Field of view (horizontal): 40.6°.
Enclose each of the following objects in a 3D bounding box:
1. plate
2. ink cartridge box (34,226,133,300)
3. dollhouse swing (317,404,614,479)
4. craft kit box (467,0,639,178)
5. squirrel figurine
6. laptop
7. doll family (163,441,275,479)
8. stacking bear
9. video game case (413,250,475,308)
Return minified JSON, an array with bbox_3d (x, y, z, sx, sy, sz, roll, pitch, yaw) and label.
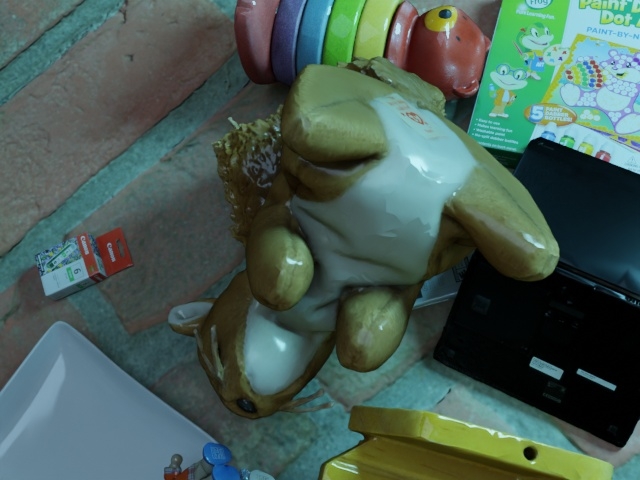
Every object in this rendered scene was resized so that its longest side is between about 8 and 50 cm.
[{"bbox_3d":[-0.296,0.282,1.033,0.277,0.045,0.278,33,80,18],"label":"plate"},{"bbox_3d":[-0.309,0.026,1.127,0.115,0.029,0.063,-24,69,3],"label":"ink cartridge box"},{"bbox_3d":[0.155,0.343,0.766,0.315,0.305,0.347,17,74,-8],"label":"dollhouse swing"},{"bbox_3d":[0.327,-0.195,1.068,0.249,0.061,0.247,12,72,14],"label":"craft kit box"},{"bbox_3d":[0.000,0.000,0.951,0.281,0.397,0.370,24,119,-19],"label":"squirrel figurine"},{"bbox_3d":[0.291,0.052,0.984,0.234,0.136,0.264,24,114,17],"label":"laptop"},{"bbox_3d":[-0.098,0.349,0.907,0.163,0.118,0.263,-44,49,31],"label":"doll family"},{"bbox_3d":[0.063,-0.246,1.075,0.288,0.164,0.175,14,50,14],"label":"stacking bear"},{"bbox_3d":[0.094,-0.006,1.066,0.173,0.022,0.191,-15,71,5],"label":"video game case"}]
